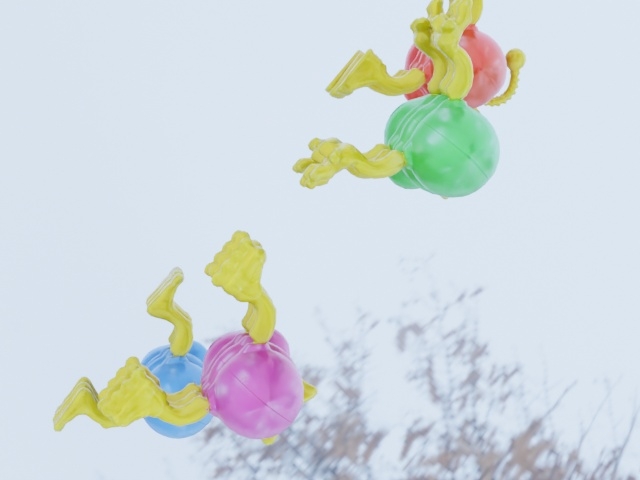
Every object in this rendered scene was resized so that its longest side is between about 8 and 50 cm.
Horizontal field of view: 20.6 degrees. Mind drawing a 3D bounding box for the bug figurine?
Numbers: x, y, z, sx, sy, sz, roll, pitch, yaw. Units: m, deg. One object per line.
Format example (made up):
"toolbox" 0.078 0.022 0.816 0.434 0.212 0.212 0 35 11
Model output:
"bug figurine" 0.000 0.000 0.735 0.072 0.216 0.279 40 -87 -8
